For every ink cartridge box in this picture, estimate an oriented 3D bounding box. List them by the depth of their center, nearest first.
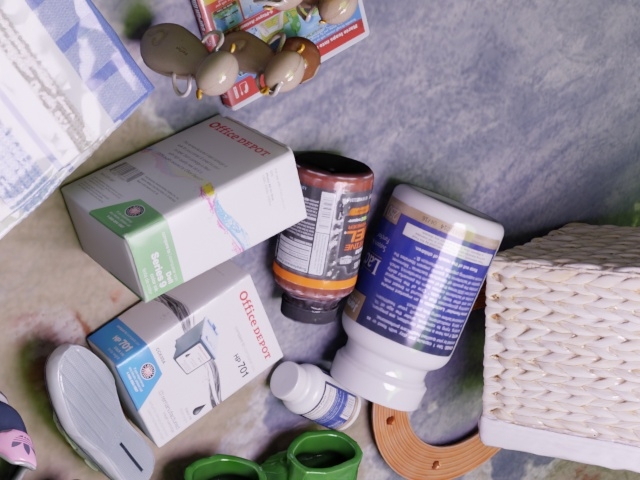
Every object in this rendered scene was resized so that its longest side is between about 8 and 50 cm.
[{"bbox_3d":[-0.145,-0.041,1.414,0.212,0.154,0.093,-30,126,-24],"label":"ink cartridge box"},{"bbox_3d":[-0.155,0.125,1.534,0.190,0.082,0.140,-35,128,-19],"label":"ink cartridge box"}]

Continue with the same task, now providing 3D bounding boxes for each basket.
[{"bbox_3d":[0.416,0.133,1.758,0.328,0.331,0.267,-18,108,-56],"label":"basket"}]

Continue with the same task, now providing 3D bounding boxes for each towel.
[{"bbox_3d":[-0.320,-0.131,1.320,0.285,0.034,0.209,-45,128,-14],"label":"towel"}]

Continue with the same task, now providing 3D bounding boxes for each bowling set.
[{"bbox_3d":[-0.028,-0.237,1.380,0.200,0.154,0.287,36,87,-42],"label":"bowling set"}]

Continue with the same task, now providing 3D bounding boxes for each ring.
[{"bbox_3d":[0.202,0.193,1.877,0.336,0.032,0.337,-16,118,-31],"label":"ring"}]

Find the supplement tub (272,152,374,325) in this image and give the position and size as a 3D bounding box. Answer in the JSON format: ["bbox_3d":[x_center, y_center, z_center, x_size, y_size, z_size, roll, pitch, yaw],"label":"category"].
[{"bbox_3d":[0.000,0.000,1.581,0.106,0.106,0.198,-5,114,-36],"label":"supplement tub"}]

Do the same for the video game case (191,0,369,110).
[{"bbox_3d":[-0.058,-0.312,1.443,0.204,0.025,0.285,-32,126,-23],"label":"video game case"}]

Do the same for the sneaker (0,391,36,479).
[{"bbox_3d":[-0.415,0.313,1.384,0.112,0.131,0.319,28,95,-44],"label":"sneaker"}]

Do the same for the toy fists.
[{"bbox_3d":[-0.077,0.328,1.668,0.279,0.096,0.142,-9,130,-35],"label":"toy fists"}]

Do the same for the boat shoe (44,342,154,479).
[{"bbox_3d":[-0.269,0.204,1.484,0.083,0.075,0.226,-55,138,-38],"label":"boat shoe"}]

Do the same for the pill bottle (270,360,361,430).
[{"bbox_3d":[-0.008,0.199,1.691,0.120,0.067,0.067,32,90,-42],"label":"pill bottle"}]

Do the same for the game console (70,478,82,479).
[{"bbox_3d":[-0.386,0.383,1.417,0.044,0.213,0.361,49,57,1],"label":"game console"}]

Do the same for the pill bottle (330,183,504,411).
[{"bbox_3d":[0.118,0.073,1.672,0.153,0.153,0.265,16,99,-41],"label":"pill bottle"}]
